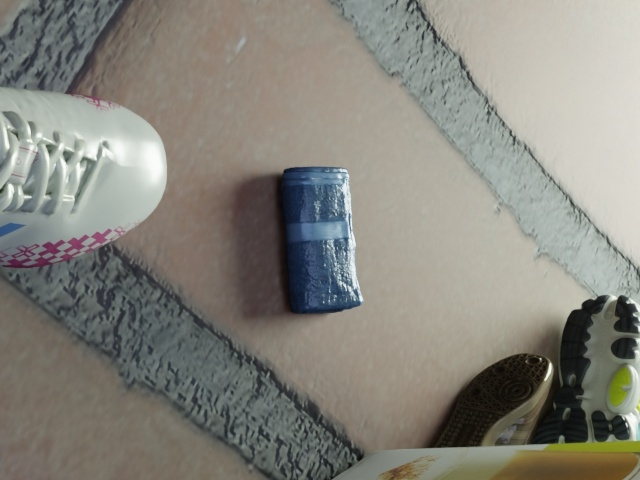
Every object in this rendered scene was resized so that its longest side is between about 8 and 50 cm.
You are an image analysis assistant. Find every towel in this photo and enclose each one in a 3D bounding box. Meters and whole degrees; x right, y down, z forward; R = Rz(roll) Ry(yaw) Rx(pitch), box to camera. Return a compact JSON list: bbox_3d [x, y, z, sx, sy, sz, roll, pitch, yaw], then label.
[{"bbox_3d":[0.000,0.000,1.066,0.067,0.029,0.119,-2,87,-42],"label":"towel"}]

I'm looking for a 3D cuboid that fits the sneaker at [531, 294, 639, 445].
[{"bbox_3d":[0.277,0.188,1.260,0.110,0.107,0.275,44,58,-42],"label":"sneaker"}]

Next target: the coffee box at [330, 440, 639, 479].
[{"bbox_3d":[0.117,0.350,0.892,0.337,0.334,0.338,-21,101,-55],"label":"coffee box"}]

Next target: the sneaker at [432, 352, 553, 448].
[{"bbox_3d":[0.149,0.180,1.175,0.188,0.066,0.071,-45,132,-31],"label":"sneaker"}]

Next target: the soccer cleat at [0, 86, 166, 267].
[{"bbox_3d":[-0.207,-0.040,0.799,0.331,0.143,0.116,-4,89,-43],"label":"soccer cleat"}]
